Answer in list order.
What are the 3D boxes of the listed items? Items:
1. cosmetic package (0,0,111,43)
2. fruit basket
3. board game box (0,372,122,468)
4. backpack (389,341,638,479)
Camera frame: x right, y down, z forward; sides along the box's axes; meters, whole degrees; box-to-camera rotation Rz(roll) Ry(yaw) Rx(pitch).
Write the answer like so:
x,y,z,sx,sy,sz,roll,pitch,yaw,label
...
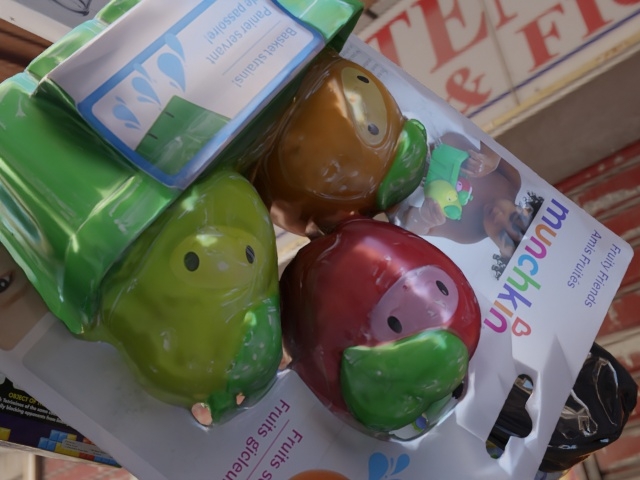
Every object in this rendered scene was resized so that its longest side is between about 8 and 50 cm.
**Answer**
x,y,z,sx,sy,sz,roll,pitch,yaw,label
-0.178,-0.337,0.996,0.377,0.284,0.097,24,-10,-8,cosmetic package
0.000,0.000,0.441,0.353,0.327,0.165,36,-32,5,fruit basket
-0.206,0.076,0.557,0.048,0.141,0.170,-12,-31,40,board game box
0.097,0.197,0.828,0.273,0.290,0.355,-48,-6,-30,backpack
